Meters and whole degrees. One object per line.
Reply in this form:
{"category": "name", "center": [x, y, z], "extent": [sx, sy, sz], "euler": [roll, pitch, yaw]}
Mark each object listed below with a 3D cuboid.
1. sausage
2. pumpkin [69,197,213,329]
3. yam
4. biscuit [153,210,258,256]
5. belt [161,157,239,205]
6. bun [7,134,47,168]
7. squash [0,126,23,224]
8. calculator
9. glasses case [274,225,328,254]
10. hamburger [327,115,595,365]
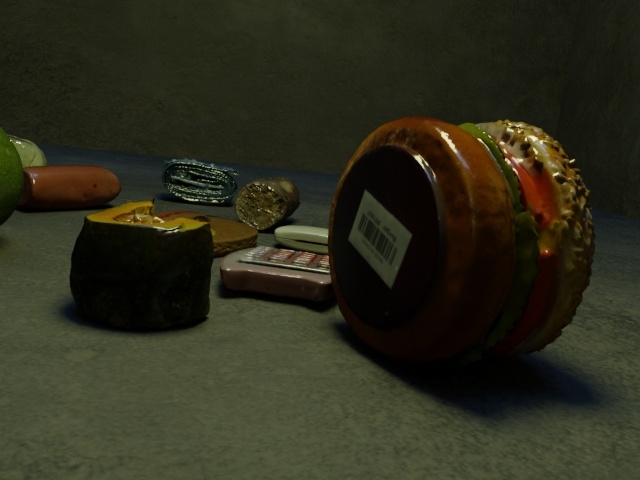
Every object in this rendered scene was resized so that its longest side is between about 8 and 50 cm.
{"category": "sausage", "center": [-0.599, -0.128, 1.573], "extent": [0.113, 0.114, 0.259], "euler": [14, 14, 34]}
{"category": "pumpkin", "center": [-0.227, 0.022, 0.940], "extent": [0.190, 0.139, 0.280], "euler": [4, 13, 8]}
{"category": "yam", "center": [-0.134, -0.097, 1.669], "extent": [0.128, 0.129, 0.238], "euler": [43, 14, 0]}
{"category": "biscuit", "center": [-0.280, -0.023, 1.368], "extent": [0.277, 0.052, 0.262], "euler": [14, 12, 32]}
{"category": "belt", "center": [-0.351, -0.171, 1.912], "extent": [0.218, 0.122, 0.128], "euler": [11, 8, -15]}
{"category": "bun", "center": [-0.820, -0.190, 1.650], "extent": [0.243, 0.153, 0.244], "euler": [5, -7, 1]}
{"category": "squash", "center": [-0.601, -0.112, 1.063], "extent": [0.310, 0.310, 0.309], "euler": [11, 4, 19]}
{"category": "calculator", "center": [-0.055, 0.052, 1.154], "extent": [0.220, 0.048, 0.330], "euler": [7, 8, 6]}
{"category": "glasses case", "center": [0.000, 0.000, 1.422], "extent": [0.204, 0.051, 0.081], "euler": [9, 10, 12]}
{"category": "hamburger", "center": [0.180, 0.001, 0.856], "extent": [0.250, 0.330, 0.330], "euler": [2, 12, -31]}
